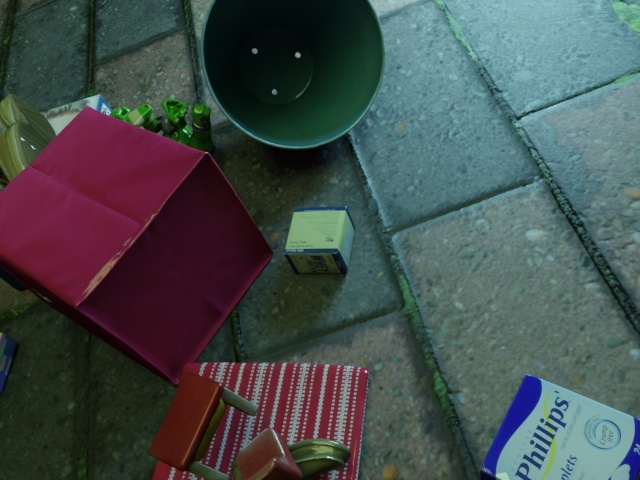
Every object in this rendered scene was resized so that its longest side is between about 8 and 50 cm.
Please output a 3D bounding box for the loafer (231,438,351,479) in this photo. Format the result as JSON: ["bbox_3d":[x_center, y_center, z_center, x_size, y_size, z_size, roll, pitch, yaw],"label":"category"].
[{"bbox_3d":[-0.033,0.266,0.725,0.147,0.056,0.050,-18,50,17],"label":"loafer"}]

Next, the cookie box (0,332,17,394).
[{"bbox_3d":[-0.552,0.200,1.011,0.107,0.040,0.092,-8,56,16],"label":"cookie box"}]

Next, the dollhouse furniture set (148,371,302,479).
[{"bbox_3d":[-0.158,0.321,0.621,0.201,0.152,0.374,7,64,38],"label":"dollhouse furniture set"}]

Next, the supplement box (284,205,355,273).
[{"bbox_3d":[0.000,0.000,0.933,0.083,0.056,0.083,-1,56,20],"label":"supplement box"}]

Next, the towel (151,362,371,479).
[{"bbox_3d":[-0.079,0.250,0.805,0.274,0.031,0.199,-2,54,17],"label":"towel"}]

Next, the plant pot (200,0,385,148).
[{"bbox_3d":[-0.060,-0.302,1.062,0.290,0.290,0.195,-36,16,-6],"label":"plant pot"}]

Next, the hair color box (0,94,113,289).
[{"bbox_3d":[-0.475,-0.095,1.151,0.173,0.105,0.348,-13,52,11],"label":"hair color box"}]

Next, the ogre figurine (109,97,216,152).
[{"bbox_3d":[-0.269,-0.196,1.135,0.196,0.118,0.097,-17,56,10],"label":"ogre figurine"}]

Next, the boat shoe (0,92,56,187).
[{"bbox_3d":[-0.495,-0.132,1.047,0.110,0.121,0.341,-45,39,1],"label":"boat shoe"}]

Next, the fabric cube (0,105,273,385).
[{"bbox_3d":[-0.273,0.007,0.908,0.258,0.254,0.259,24,67,30],"label":"fabric cube"}]

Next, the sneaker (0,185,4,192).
[{"bbox_3d":[-0.674,-0.032,1.168,0.226,0.086,0.164,-13,42,39],"label":"sneaker"}]

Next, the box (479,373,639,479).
[{"bbox_3d":[0.254,0.231,0.657,0.137,0.072,0.126,19,58,31],"label":"box"}]
